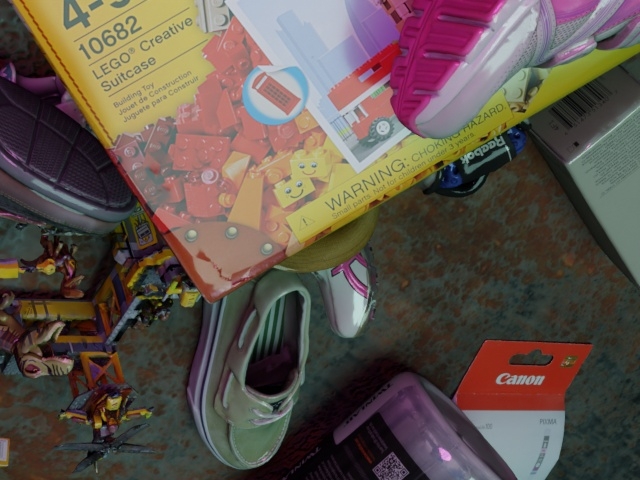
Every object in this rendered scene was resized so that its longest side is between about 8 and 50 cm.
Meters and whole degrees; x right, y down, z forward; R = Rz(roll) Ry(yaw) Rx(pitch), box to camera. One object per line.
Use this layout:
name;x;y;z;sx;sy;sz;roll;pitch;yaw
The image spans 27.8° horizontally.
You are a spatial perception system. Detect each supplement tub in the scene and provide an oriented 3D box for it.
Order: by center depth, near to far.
supplement tub;0.040;0.321;1.405;0.338;0.207;0.207;-42;137;6

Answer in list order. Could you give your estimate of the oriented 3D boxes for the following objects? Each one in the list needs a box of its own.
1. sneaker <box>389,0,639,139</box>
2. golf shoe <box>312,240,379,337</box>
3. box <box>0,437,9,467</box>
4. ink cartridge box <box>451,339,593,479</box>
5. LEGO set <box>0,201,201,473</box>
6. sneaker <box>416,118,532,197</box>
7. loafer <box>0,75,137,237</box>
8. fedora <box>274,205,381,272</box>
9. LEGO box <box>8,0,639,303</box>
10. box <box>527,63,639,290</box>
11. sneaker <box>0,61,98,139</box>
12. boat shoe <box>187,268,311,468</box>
sneaker;0.148;-0.143;0.729;0.252;0.103;0.111;-45;117;7
golf shoe;0.000;0.000;1.162;0.086;0.067;0.186;-11;95;-23
box;-0.341;0.187;1.126;0.081;0.028;0.136;15;159;-41
ink cartridge box;0.225;0.229;1.559;0.189;0.066;0.232;5;127;-36
LEGO set;-0.234;0.094;0.999;0.331;0.192;0.255;9;138;-41
sneaker;0.089;-0.146;1.046;0.127;0.182;0.315;-32;138;-7
loafer;-0.260;-0.074;0.914;0.267;0.096;0.084;32;122;-18
fedora;-0.048;-0.043;1.073;0.194;0.194;0.079;-8;156;-28
LEGO box;0.039;-0.259;0.813;0.500;0.193;0.372;-31;118;-1
box;0.313;-0.064;1.330;0.113;0.094;0.275;-39;138;2
sneaker;-0.193;-0.089;1.002;0.161;0.057;0.075;19;120;-39
boat shoe;-0.066;0.128;1.249;0.109;0.094;0.302;-17;134;-21
